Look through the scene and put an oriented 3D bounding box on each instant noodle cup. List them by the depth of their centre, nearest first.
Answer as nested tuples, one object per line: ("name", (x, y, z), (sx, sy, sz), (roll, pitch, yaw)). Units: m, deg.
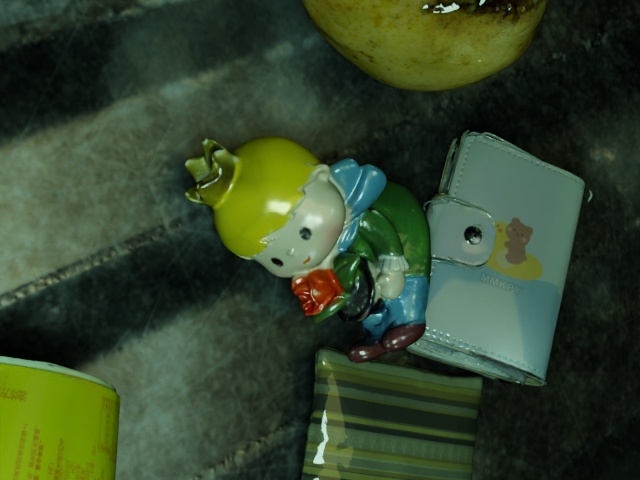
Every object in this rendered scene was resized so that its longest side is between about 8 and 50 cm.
("instant noodle cup", (-0.234, 0.211, 0.811), (0.215, 0.215, 0.236), (19, 69, -29))

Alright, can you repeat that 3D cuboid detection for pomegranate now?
("pomegranate", (0.101, -0.265, 1.024), (0.260, 0.260, 0.260), (3, 85, -31))

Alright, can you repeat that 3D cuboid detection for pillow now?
("pillow", (0.065, 0.217, 1.065), (0.208, 0.052, 0.212), (15, 79, -33))

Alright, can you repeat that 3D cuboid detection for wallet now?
("wallet", (0.171, 0.018, 1.137), (0.170, 0.069, 0.231), (21, 72, -10))

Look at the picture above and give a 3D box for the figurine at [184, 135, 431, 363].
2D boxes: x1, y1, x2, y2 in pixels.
("figurine", (-0.010, 0.007, 0.996), (0.234, 0.127, 0.185), (16, 70, -43))
